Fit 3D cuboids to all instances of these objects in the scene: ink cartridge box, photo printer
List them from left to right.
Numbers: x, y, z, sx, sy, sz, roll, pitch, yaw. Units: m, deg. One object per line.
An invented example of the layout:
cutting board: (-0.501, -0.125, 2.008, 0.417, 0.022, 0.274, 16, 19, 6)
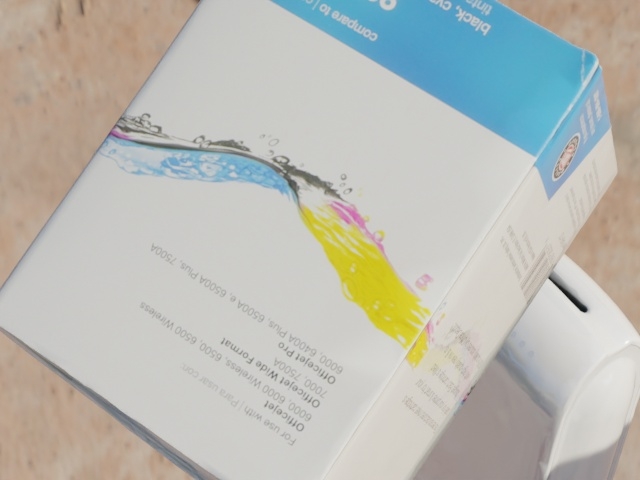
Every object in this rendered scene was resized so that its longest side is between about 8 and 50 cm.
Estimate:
ink cartridge box: (0.000, 0.000, 0.798, 0.168, 0.171, 0.232, 33, 84, 16)
photo printer: (0.100, 0.116, 1.269, 0.107, 0.307, 0.256, -22, 46, -37)
